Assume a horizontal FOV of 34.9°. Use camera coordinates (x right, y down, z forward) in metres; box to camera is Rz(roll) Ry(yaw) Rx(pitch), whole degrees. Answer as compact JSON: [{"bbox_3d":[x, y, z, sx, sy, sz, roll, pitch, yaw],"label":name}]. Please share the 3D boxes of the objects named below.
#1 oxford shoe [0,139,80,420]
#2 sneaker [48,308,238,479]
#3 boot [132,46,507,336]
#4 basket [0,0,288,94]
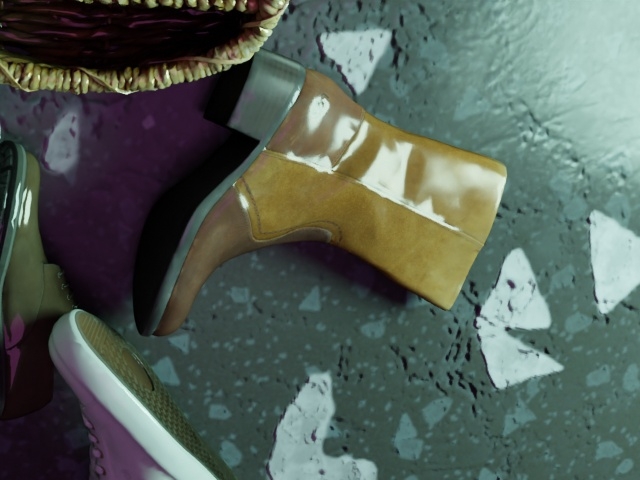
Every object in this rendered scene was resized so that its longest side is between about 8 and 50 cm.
[{"bbox_3d":[-0.243,0.033,0.823,0.096,0.082,0.227,-2,104,-42],"label":"oxford shoe"},{"bbox_3d":[-0.163,0.188,0.850,0.123,0.106,0.290,-30,123,-1],"label":"sneaker"},{"bbox_3d":[0.000,0.000,0.887,0.280,0.096,0.264,24,91,-28],"label":"boot"},{"bbox_3d":[-0.169,-0.202,0.687,0.299,0.223,0.214,2,105,-18],"label":"basket"}]
